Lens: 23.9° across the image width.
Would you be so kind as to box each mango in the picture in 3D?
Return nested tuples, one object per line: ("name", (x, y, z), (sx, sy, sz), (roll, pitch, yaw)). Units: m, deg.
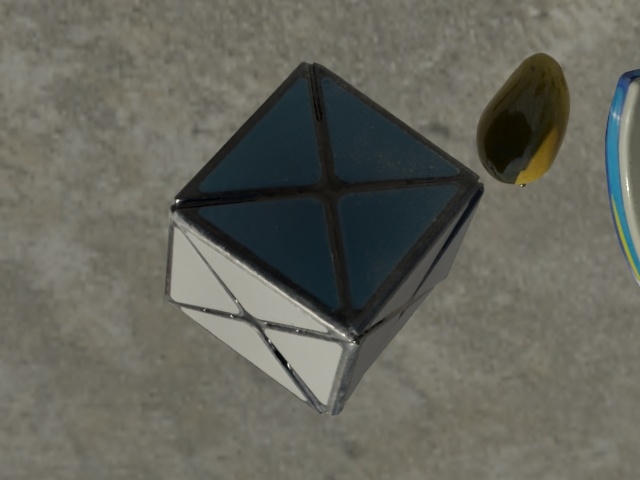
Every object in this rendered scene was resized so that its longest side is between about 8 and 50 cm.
("mango", (0.239, -0.141, 1.769), (0.076, 0.103, 0.161), (-15, 131, -53))

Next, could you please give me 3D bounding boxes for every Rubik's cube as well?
("Rubik's cube", (0.000, 0.000, 1.683), (0.260, 0.259, 0.255), (34, 156, 9))

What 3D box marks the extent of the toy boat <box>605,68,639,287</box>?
("toy boat", (0.242, -0.001, 0.882), (0.129, 0.088, 0.295), (-47, 127, -3))
